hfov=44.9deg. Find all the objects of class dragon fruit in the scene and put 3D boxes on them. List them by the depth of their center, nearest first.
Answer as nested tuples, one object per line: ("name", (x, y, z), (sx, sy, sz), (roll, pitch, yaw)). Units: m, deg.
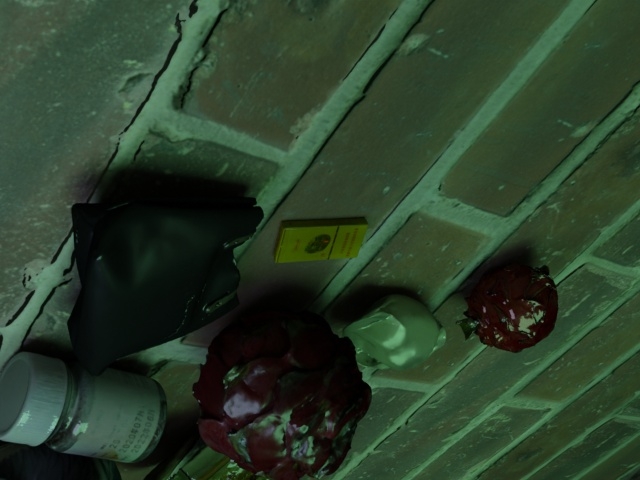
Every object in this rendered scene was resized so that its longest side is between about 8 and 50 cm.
("dragon fruit", (-0.067, 0.273, 1.396), (0.329, 0.329, 0.329), (-12, 139, -10))
("dragon fruit", (0.384, 0.137, 1.546), (0.209, 0.172, 0.172), (-34, 139, 22))

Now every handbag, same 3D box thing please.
("handbag", (-0.240, 0.047, 1.206), (0.287, 0.152, 0.342), (-11, 144, -29))

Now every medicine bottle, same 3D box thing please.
("medicine bottle", (-0.428, 0.301, 1.386), (0.273, 0.165, 0.165), (23, 124, -39))

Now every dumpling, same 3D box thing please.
("dumpling", (0.149, 0.189, 1.533), (0.250, 0.132, 0.162), (20, 122, -38))

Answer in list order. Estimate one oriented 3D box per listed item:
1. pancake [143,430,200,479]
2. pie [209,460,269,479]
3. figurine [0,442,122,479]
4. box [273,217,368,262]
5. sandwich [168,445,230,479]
("pancake", (-0.344, 0.501, 1.638), (0.250, 0.031, 0.250), (-45, 180, 0))
("pie", (-0.207, 0.602, 1.869), (0.288, 0.103, 0.355), (7, 131, -37))
("figurine", (-0.451, 0.452, 1.454), (0.361, 0.378, 0.266), (1, 115, 21))
("box", (0.000, 0.000, 1.342), (0.155, 0.023, 0.087), (-3, 140, -20))
("sandwich", (-0.218, 0.462, 1.681), (0.212, 0.063, 0.245), (-36, 173, -25))
